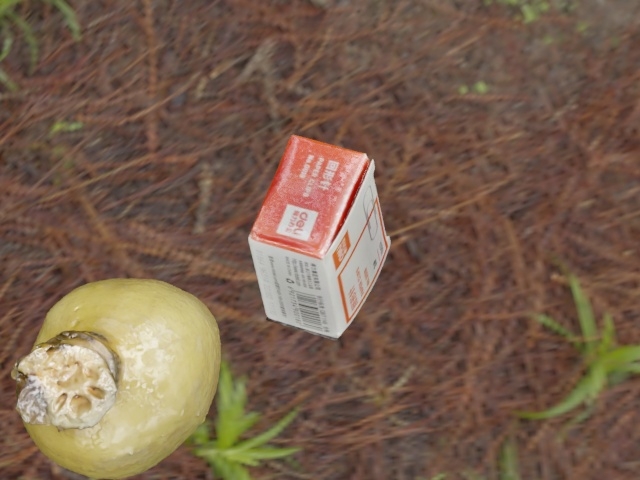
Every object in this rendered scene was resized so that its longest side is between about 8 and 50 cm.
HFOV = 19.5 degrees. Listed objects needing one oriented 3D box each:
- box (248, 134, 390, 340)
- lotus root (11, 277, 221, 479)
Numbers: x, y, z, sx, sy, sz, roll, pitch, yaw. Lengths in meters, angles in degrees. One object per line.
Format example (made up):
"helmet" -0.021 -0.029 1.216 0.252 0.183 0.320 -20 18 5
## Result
"box" 0.000 0.000 1.904 0.099 0.182 0.133 17 62 16
"lotus root" -0.141 0.098 1.358 0.130 0.303 0.146 23 93 4
